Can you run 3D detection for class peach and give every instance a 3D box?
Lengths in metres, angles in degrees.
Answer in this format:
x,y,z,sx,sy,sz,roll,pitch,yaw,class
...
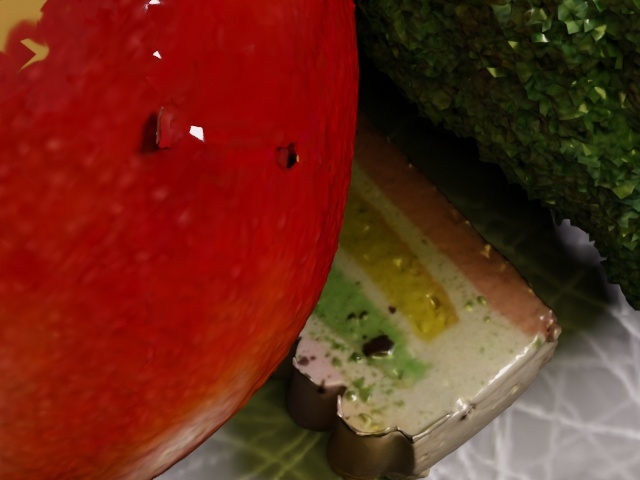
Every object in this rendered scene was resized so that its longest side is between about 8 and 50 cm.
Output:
x,y,z,sx,sy,sz,roll,pitch,yaw,class
-0.161,-0.057,0.676,0.370,0.370,0.370,2,74,-8,peach

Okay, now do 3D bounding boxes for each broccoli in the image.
x,y,z,sx,sy,sz,roll,pitch,yaw,class
0.141,-0.164,0.751,0.321,0.413,0.310,16,28,35,broccoli

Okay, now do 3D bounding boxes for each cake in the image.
x,y,z,sx,sy,sz,roll,pitch,yaw,class
0.002,0.010,0.855,0.109,0.090,0.225,-36,64,-14,cake
